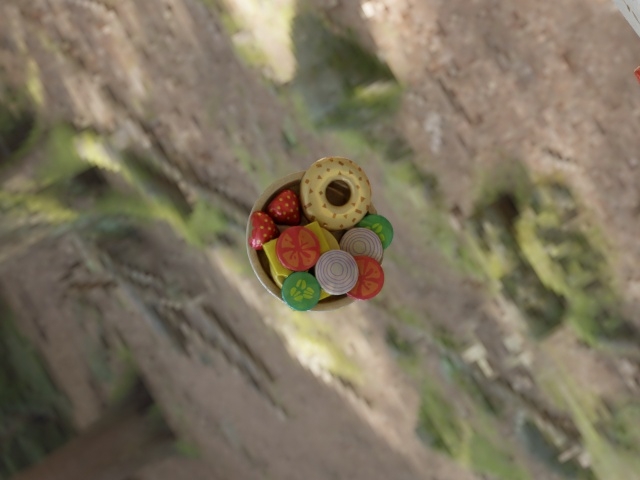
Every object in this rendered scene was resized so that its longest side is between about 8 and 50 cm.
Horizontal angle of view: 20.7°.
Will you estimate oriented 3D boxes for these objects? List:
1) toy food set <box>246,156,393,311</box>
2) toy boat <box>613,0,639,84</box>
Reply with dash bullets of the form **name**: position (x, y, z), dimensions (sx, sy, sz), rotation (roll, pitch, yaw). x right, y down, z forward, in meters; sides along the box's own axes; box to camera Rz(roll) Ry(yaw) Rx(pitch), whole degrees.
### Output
- **toy food set**: position (0.000, 0.000, 0.971), dimensions (0.083, 0.083, 0.020), rotation (65, 160, 1)
- **toy boat**: position (0.207, -0.156, 0.869), dimensions (0.267, 0.148, 0.318), rotation (59, -172, 23)
